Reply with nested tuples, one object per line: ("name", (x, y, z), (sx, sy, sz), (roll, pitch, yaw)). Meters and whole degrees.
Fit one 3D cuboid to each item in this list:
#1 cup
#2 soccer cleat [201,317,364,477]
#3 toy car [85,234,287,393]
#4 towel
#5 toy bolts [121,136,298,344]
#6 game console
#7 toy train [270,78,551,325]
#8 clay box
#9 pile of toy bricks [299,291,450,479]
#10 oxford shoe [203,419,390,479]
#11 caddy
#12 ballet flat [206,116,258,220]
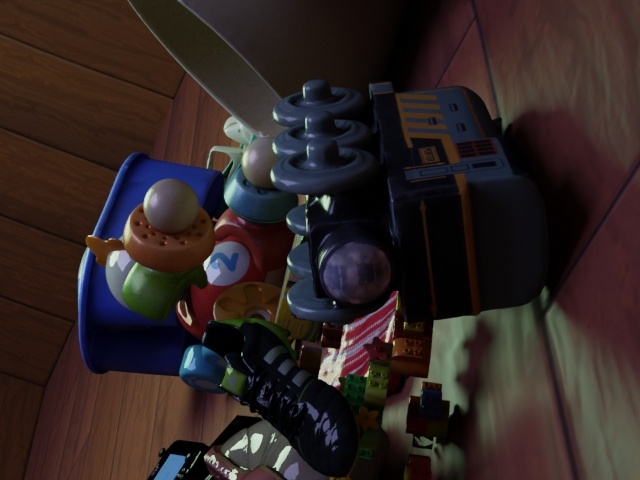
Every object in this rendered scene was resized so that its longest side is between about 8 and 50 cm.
("cup", (-0.034, -0.271, 1.701), (0.237, 0.331, 0.331), (-47, 11, -7))
("soccer cleat", (-0.031, 0.112, 1.081), (0.179, 0.072, 0.060), (46, 122, 51))
("toy car", (-0.177, 0.040, 1.869), (0.210, 0.238, 0.219), (138, 150, -63))
("towel", (0.058, 0.029, 1.395), (0.199, 0.031, 0.275), (143, 146, -65))
("toy bolts", (-0.085, -0.008, 1.686), (0.228, 0.218, 0.159), (-45, -25, -43))
("game console", (-0.164, 0.286, 1.695), (0.213, 0.044, 0.361), (-48, 8, -15))
("toy train", (0.063, -0.038, 1.145), (0.334, 0.190, 0.142), (-93, -3, -70))
("clay box", (0.000, 0.000, 1.526), (0.222, 0.053, 0.127), (109, 175, -62))
("pile of toy bricks", (0.040, 0.113, 1.113), (0.105, 0.118, 0.212), (97, 180, -58))
("oxford shoe", (-0.011, 0.200, 1.309), (0.130, 0.123, 0.348), (-45, 8, -10))
("caddy", (-0.248, 0.033, 2.115), (0.241, 0.179, 0.341), (87, -167, -46))
("ballet flat", (-0.112, -0.131, 2.199), (0.083, 0.087, 0.247), (-92, 26, -60))
